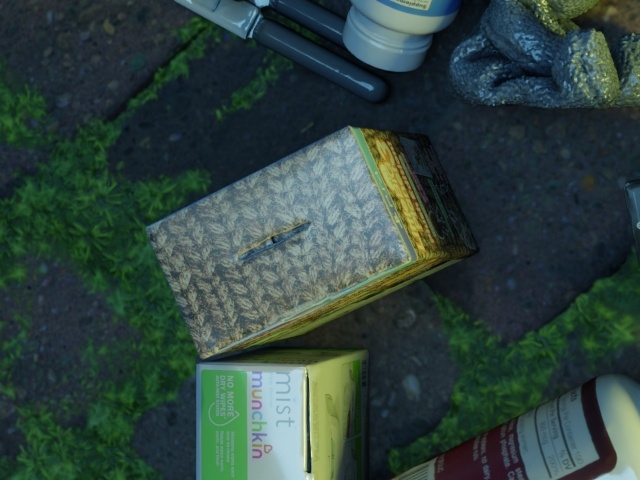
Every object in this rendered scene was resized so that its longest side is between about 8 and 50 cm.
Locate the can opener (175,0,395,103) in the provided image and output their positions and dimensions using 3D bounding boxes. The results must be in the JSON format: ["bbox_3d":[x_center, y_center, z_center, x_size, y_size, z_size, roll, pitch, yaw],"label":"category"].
[{"bbox_3d":[-0.044,-0.234,2.034,0.280,0.093,0.074,30,99,10],"label":"can opener"}]

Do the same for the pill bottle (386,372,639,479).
[{"bbox_3d":[0.254,0.267,1.875,0.392,0.224,0.224,-28,83,17],"label":"pill bottle"}]

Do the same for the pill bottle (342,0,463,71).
[{"bbox_3d":[0.095,-0.286,1.917,0.124,0.124,0.221,31,128,15],"label":"pill bottle"}]

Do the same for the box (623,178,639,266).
[{"bbox_3d":[0.388,0.008,1.802,0.143,0.270,0.165,-11,88,18],"label":"box"}]

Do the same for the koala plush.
[{"bbox_3d":[0.223,-0.243,1.897,0.203,0.196,0.221,3,96,27],"label":"koala plush"}]

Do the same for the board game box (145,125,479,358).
[{"bbox_3d":[0.000,0.000,1.915,0.232,0.291,0.141,-26,84,16],"label":"board game box"}]

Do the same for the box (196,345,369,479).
[{"bbox_3d":[-0.033,0.247,1.963,0.126,0.231,0.262,1,92,17],"label":"box"}]
